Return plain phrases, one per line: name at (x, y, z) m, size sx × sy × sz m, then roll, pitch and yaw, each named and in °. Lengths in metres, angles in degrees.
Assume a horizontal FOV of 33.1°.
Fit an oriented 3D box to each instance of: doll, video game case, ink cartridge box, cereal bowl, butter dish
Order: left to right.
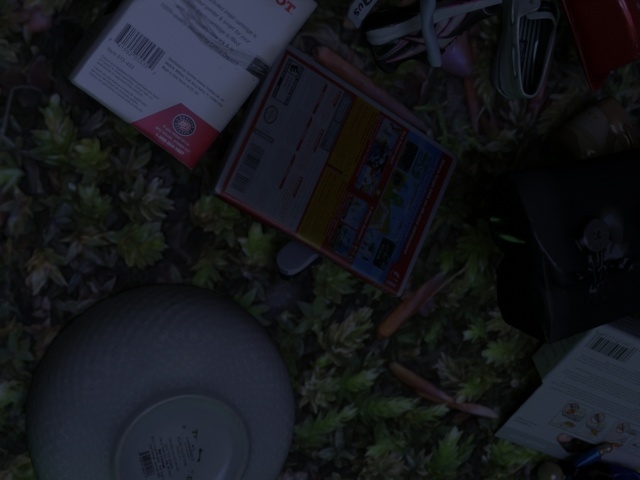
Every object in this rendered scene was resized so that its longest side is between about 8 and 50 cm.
cereal bowl at (-0.180, 0.232, 1.301) m, size 0.339 × 0.141 × 0.339 m, roll -6°, pitch 108°, yaw -20°
ink cartridge box at (-0.147, -0.229, 1.199) m, size 0.172 × 0.100 × 0.237 m, roll 37°, pitch 91°, yaw -26°
video game case at (0.024, -0.082, 1.317) m, size 0.285 × 0.025 × 0.204 m, roll 30°, pitch 76°, yaw -25°
doll at (0.407, 0.356, 1.604) m, size 0.189 × 0.046 × 0.129 m, roll 13°, pitch 115°, yaw -17°
ink cartridge box at (0.419, 0.225, 1.571) m, size 0.275 × 0.060 × 0.239 m, roll 23°, pitch 121°, yaw -25°
butter dish at (0.378, -0.290, 1.342) m, size 0.160 × 0.118 × 0.160 m, roll -52°, pitch 126°, yaw -47°

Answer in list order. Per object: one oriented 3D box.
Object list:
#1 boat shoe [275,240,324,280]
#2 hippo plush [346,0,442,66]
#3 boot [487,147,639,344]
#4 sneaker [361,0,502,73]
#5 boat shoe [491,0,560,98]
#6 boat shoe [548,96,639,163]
boat shoe at (0.000, 0.000, 1.355) m, size 0.142 × 0.049 × 0.040 m, roll -35°, pitch 159°, yaw -20°
hippo plush at (0.123, -0.386, 1.150) m, size 0.234 × 0.236 × 0.294 m, roll 24°, pitch 80°, yaw -15°
boot at (0.406, -0.105, 1.333) m, size 0.445 × 0.146 × 0.367 m, roll -15°, pitch 94°, yaw -14°
sneaker at (0.138, -0.258, 1.326) m, size 0.178 × 0.072 × 0.077 m, roll -17°, pitch 123°, yaw -7°
boat shoe at (0.272, -0.288, 1.353) m, size 0.083 × 0.076 × 0.226 m, roll -3°, pitch 106°, yaw -20°
boat shoe at (0.437, -0.035, 1.464) m, size 0.110 × 0.121 × 0.341 m, roll -37°, pitch 113°, yaw -6°
